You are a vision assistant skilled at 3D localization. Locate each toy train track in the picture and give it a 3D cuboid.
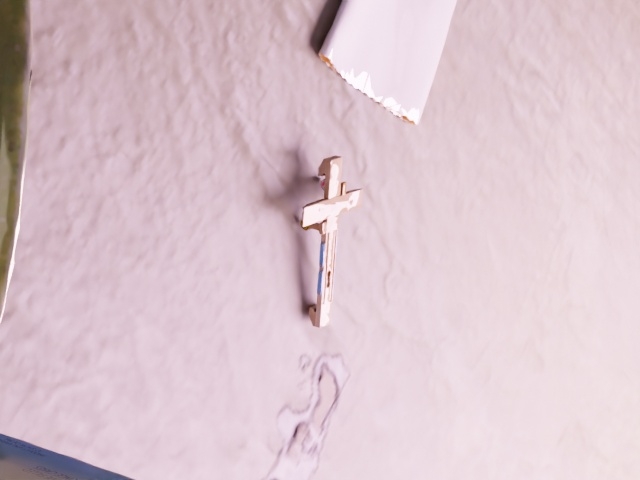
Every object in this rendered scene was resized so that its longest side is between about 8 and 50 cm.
[{"bbox_3d":[0.000,0.000,0.934,0.048,0.014,0.083,-18,117,-52],"label":"toy train track"}]

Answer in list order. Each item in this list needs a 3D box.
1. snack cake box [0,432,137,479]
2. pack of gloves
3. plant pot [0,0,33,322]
[{"bbox_3d":[-0.115,0.150,0.652,0.089,0.264,0.152,-7,103,-46],"label":"snack cake box"},{"bbox_3d":[0.043,-0.195,0.917,0.195,0.046,0.232,32,75,-45],"label":"pack of gloves"},{"bbox_3d":[-0.250,-0.030,0.499,0.254,0.276,0.276,10,91,-37],"label":"plant pot"}]
